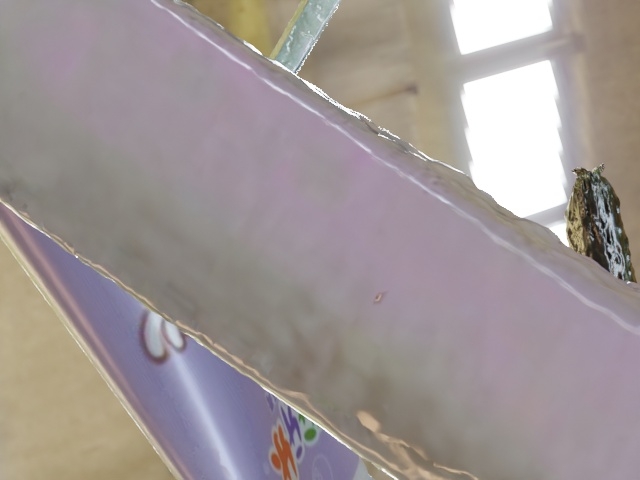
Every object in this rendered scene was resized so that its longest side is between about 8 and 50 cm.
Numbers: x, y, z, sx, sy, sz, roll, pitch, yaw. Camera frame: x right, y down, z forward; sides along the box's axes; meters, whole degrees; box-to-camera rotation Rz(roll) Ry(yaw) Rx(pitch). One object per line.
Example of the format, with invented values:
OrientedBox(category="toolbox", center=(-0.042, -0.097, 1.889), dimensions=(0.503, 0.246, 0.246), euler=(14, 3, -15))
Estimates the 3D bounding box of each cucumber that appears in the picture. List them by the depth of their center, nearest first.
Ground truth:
OrientedBox(category="cucumber", center=(0.222, 0.024, 1.505), dimensions=(0.053, 0.053, 0.181), euler=(20, -46, 51))

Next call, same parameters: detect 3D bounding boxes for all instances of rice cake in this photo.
OrientedBox(category="rice cake", center=(-0.001, 0.000, 0.445), dimensions=(0.399, 0.064, 0.070), euler=(34, -80, 4))
OrientedBox(category="rice cake", center=(-0.030, -0.172, 1.789), dimensions=(0.207, 0.033, 0.033), euler=(-59, -169, 8))

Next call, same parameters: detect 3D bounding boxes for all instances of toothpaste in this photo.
OrientedBox(category="toothpaste", center=(-0.078, -0.015, 0.675), dimensions=(0.080, 0.125, 0.371), euler=(-24, -72, 20))
